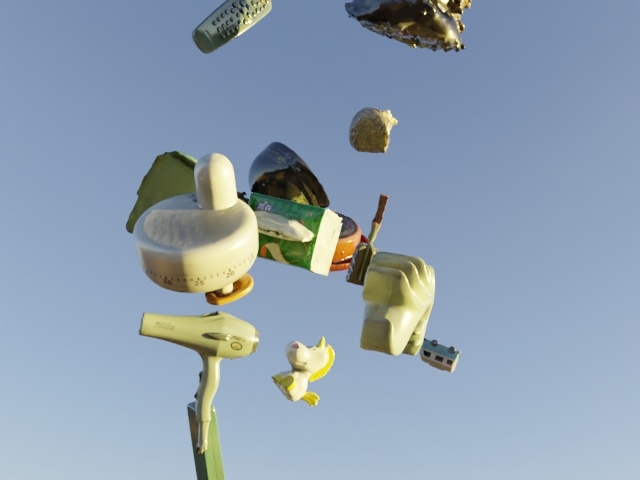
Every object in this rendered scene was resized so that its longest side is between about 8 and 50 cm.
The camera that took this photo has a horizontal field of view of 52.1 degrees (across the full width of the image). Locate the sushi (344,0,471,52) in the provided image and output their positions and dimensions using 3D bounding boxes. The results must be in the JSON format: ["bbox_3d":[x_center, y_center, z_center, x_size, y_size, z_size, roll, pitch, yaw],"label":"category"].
[{"bbox_3d":[0.186,-0.465,1.195,0.225,0.238,0.219,7,-66,-45],"label":"sushi"}]

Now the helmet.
[{"bbox_3d":[-0.113,-0.153,1.920,0.160,0.279,0.231,-36,-46,-15],"label":"helmet"}]

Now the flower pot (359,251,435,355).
[{"bbox_3d":[0.196,0.164,1.687,0.164,0.254,0.367,9,-7,17],"label":"flower pot"}]

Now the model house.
[{"bbox_3d":[-0.286,-0.084,1.459,0.195,0.189,0.214,27,-77,2],"label":"model house"}]

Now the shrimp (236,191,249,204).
[{"bbox_3d":[-0.316,-0.106,1.949,0.217,0.051,0.150,7,-46,-31],"label":"shrimp"}]

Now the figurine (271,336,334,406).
[{"bbox_3d":[-0.041,0.318,1.645,0.129,0.178,0.109,28,-17,-10],"label":"figurine"}]

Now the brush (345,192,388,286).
[{"bbox_3d":[0.152,0.000,1.983,0.084,0.071,0.301,18,-71,9],"label":"brush"}]

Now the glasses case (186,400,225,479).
[{"bbox_3d":[-0.246,0.441,1.407,0.039,0.184,0.077,-10,6,-31],"label":"glasses case"}]

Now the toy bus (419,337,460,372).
[{"bbox_3d":[0.363,0.356,2.022,0.123,0.075,0.060,19,-23,18],"label":"toy bus"}]

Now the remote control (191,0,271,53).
[{"bbox_3d":[-0.182,-0.456,1.344,0.042,0.222,0.072,-2,-51,50],"label":"remote control"}]

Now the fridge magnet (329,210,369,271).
[{"bbox_3d":[0.000,0.000,2.315,0.363,0.364,0.155,6,-64,-1],"label":"fridge magnet"}]

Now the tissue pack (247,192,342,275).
[{"bbox_3d":[-0.084,-0.019,1.514,0.209,0.148,0.156,14,-5,27],"label":"tissue pack"}]

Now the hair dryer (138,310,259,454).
[{"bbox_3d":[-0.265,0.244,1.252,0.229,0.267,0.092,30,-16,-15],"label":"hair dryer"}]

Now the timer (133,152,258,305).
[{"bbox_3d":[-0.230,-0.021,1.217,0.233,0.233,0.240,2,-56,5],"label":"timer"}]

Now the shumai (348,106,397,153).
[{"bbox_3d":[0.158,-0.308,1.803,0.145,0.116,0.146,21,-56,35],"label":"shumai"}]
